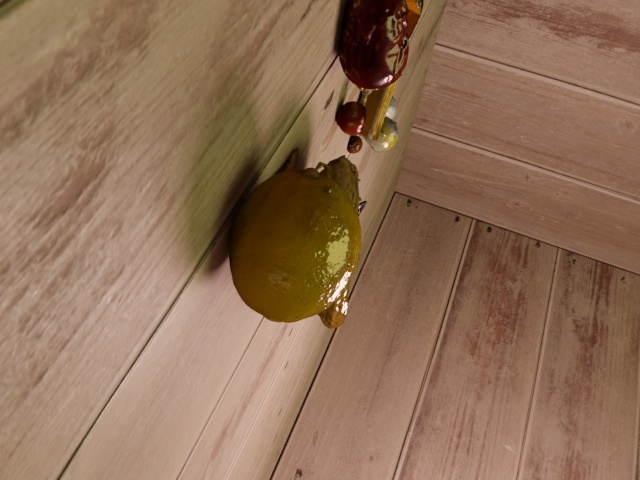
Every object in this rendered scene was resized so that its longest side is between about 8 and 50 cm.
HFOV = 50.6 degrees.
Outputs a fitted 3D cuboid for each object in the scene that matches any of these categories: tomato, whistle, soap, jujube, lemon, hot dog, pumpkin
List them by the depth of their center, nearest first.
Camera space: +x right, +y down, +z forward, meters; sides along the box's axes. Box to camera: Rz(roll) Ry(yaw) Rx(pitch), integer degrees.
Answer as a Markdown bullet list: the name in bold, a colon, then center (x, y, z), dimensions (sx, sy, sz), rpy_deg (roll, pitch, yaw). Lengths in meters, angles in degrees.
- **lemon**: center (-0.045, 0.011, 1.170), dimensions (0.236, 0.236, 0.263), rpy_deg (-60, 147, -50)
- **jujube**: center (0.116, -0.435, 1.442), dimensions (0.230, 0.155, 0.155), rpy_deg (96, 16, -52)
- **pumpkin**: center (0.201, -0.590, 1.711), dimensions (0.108, 0.119, 0.183), rpy_deg (-50, 164, -36)
- **tomato**: center (0.079, -0.313, 1.728), dimensions (0.087, 0.075, 0.087), rpy_deg (-170, -90, -87)
- **soap**: center (0.169, -0.428, 2.002), dimensions (0.160, 0.080, 0.257), rpy_deg (-33, 142, -78)
- **hot dog**: center (0.106, -0.291, 2.065), dimensions (0.083, 0.035, 0.058), rpy_deg (-28, 137, -78)
- **whistle**: center (0.198, -0.357, 2.245), dimensions (0.223, 0.123, 0.123), rpy_deg (-104, -148, -81)

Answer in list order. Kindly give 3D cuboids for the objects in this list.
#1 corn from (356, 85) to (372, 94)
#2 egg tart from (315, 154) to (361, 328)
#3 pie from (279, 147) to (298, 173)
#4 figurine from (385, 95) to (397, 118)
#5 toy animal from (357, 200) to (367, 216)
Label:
- **corn**: center (0.144, -0.506, 1.646), dimensions (0.097, 0.097, 0.320), rpy_deg (-59, 164, -52)
- **egg tart**: center (0.000, 0.000, 1.469), dimensions (0.388, 0.169, 0.388), rpy_deg (3, 90, -87)
- **pie**: center (-0.073, -0.113, 1.360), dimensions (0.170, 0.034, 0.092), rpy_deg (-68, 171, -57)
- **figurine**: center (0.214, -0.449, 2.311), dimensions (0.114, 0.079, 0.114), rpy_deg (-22, 130, -29)
- **toy animal**: center (0.060, -0.050, 2.049), dimensions (0.218, 0.116, 0.179), rpy_deg (-65, 171, -72)
